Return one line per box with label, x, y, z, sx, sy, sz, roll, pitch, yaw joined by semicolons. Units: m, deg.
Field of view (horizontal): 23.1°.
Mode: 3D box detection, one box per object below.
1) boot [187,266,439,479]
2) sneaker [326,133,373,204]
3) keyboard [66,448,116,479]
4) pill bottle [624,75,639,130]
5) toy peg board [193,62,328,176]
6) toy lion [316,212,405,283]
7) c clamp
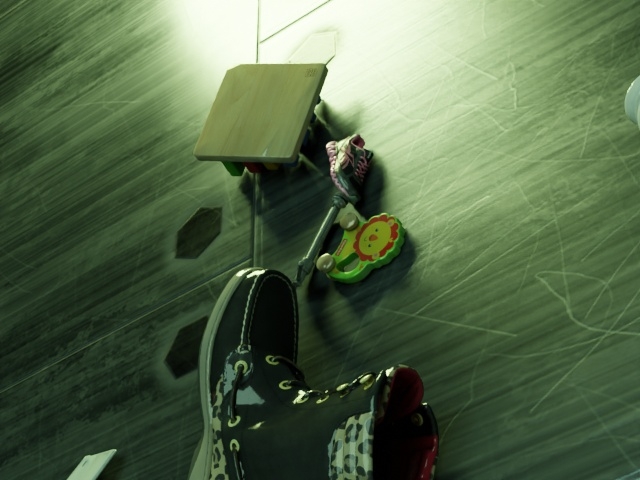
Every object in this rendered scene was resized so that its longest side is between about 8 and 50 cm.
boot;-0.007;0.184;1.756;0.284;0.138;0.377;-16;51;38
sneaker;0.043;-0.097;2.041;0.057;0.047;0.119;-25;43;13
keyboard;-0.347;0.364;1.987;0.072;0.014;0.256;-15;31;49
pill bottle;0.393;-0.127;1.663;0.086;0.086;0.152;-49;36;1
toy peg board;-0.070;-0.162;2.203;0.161;0.079;0.161;3;60;29
toy lion;0.056;0.010;1.942;0.096;0.034;0.100;17;71;44
c clamp;0.000;0.000;1.957;0.160;0.022;0.137;-63;-2;-29
